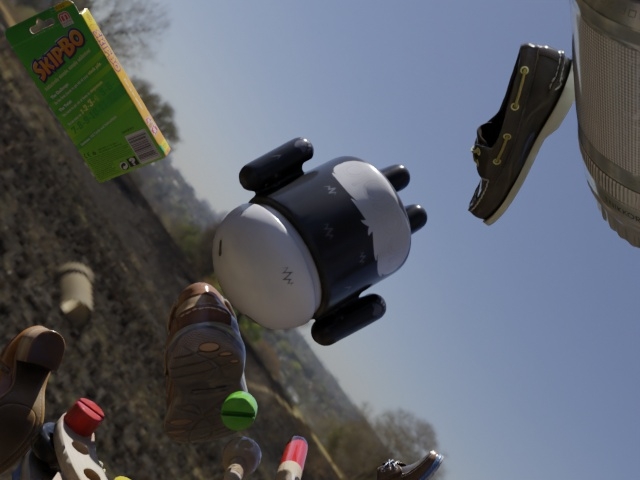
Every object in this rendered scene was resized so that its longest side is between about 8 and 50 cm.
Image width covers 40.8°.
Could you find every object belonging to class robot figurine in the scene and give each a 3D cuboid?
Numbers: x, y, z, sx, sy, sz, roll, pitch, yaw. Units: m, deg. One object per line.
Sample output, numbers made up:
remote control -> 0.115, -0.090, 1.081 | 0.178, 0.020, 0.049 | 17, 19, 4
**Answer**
robot figurine -> -0.002, -0.001, 1.081 | 0.209, 0.278, 0.173 | 46, -32, 27

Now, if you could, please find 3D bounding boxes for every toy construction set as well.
toy construction set -> -0.164, 0.267, 0.791 | 0.257, 0.309, 0.237 | 64, 3, -2

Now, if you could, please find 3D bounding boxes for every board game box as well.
board game box -> -0.337, -0.215, 1.252 | 0.259, 0.124, 0.039 | 61, 22, -28

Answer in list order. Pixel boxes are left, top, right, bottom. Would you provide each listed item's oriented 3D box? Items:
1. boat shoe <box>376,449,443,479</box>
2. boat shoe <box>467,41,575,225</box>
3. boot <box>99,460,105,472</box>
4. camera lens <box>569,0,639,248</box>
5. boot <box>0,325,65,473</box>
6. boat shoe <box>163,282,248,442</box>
boat shoe -> 0.121, 0.400, 1.425 | 0.066, 0.183, 0.066 | 50, 6, 10
boat shoe -> 0.200, -0.110, 0.912 | 0.069, 0.081, 0.227 | 21, -46, 0
boot -> -0.378, 0.453, 1.352 | 0.262, 0.203, 0.095 | 13, -6, 36
camera lens -> 0.313, -0.140, 0.678 | 0.219, 0.219, 0.274 | 49, -13, 43
boot -> -0.387, 0.198, 1.063 | 0.073, 0.197, 0.152 | 38, -25, -23
boat shoe -> -0.155, 0.174, 1.169 | 0.324, 0.123, 0.116 | 107, -23, -51
